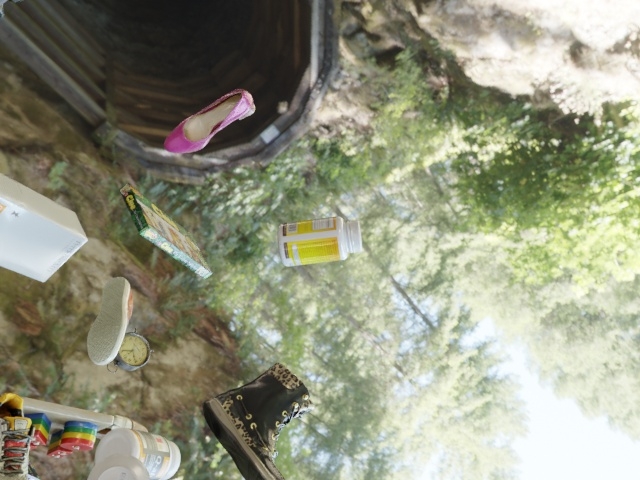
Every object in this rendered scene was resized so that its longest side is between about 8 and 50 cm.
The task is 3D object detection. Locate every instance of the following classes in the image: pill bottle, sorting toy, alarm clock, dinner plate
[{"bbox_3d":[-0.592,0.713,1.879,0.162,0.278,0.162,-9,-117,18],"label":"pill bottle"},{"bbox_3d":[-0.757,0.534,1.590,0.255,0.257,0.090,-31,-135,39],"label":"sorting toy"},{"bbox_3d":[-0.684,0.404,2.014,0.064,0.129,0.192,-32,-173,31],"label":"alarm clock"},{"bbox_3d":[-0.434,0.531,1.220,0.141,0.141,0.017,-55,173,-15],"label":"dinner plate"},{"bbox_3d":[0.000,0.000,1.510,0.214,0.117,0.117,-7,-137,6],"label":"pill bottle"}]

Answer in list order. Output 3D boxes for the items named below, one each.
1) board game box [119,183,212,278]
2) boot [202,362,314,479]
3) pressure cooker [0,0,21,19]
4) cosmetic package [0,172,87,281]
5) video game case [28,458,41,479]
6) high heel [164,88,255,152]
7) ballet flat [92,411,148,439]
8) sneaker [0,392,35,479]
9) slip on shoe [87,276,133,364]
[{"bbox_3d":[-0.336,-0.014,1.262,0.030,0.260,0.136,-38,-120,0],"label":"board game box"},{"bbox_3d":[-0.131,0.552,1.663,0.284,0.138,0.377,-28,-120,-36],"label":"boot"},{"bbox_3d":[-0.726,-0.600,1.063,0.369,0.375,0.421,-34,-148,29],"label":"pressure cooker"},{"bbox_3d":[-1.012,-0.059,1.828,0.230,0.453,0.161,-43,-124,4],"label":"cosmetic package"},{"bbox_3d":[-0.761,0.462,1.320,0.041,0.210,0.232,-39,-117,-18],"label":"video game case"},{"bbox_3d":[-0.266,-0.276,1.326,0.243,0.082,0.117,-21,177,3],"label":"high heel"},{"bbox_3d":[-0.841,0.730,2.246,0.108,0.315,0.106,-87,-172,-48],"label":"ballet flat"},{"bbox_3d":[-0.514,0.335,0.923,0.093,0.088,0.225,-50,-134,2],"label":"sneaker"},{"bbox_3d":[-0.676,0.270,1.875,0.122,0.101,0.332,-12,-137,4],"label":"slip on shoe"}]
